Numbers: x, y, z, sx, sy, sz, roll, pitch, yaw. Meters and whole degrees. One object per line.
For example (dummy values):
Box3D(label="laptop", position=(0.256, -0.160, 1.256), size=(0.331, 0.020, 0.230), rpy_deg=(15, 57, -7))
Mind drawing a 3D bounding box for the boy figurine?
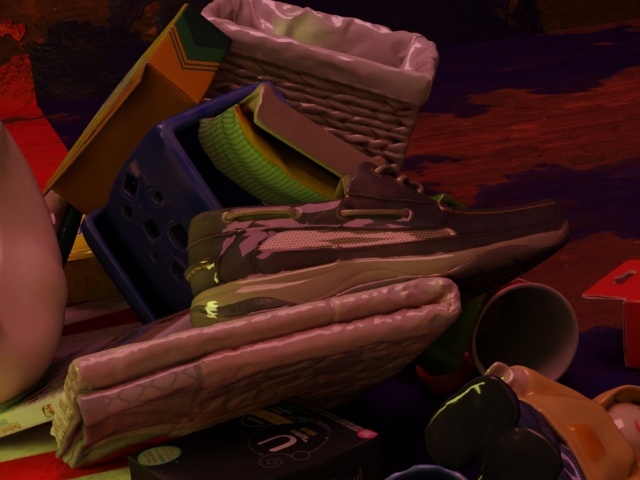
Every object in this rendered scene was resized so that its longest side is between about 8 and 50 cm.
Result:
Box3D(label="boy figurine", position=(0.201, 0.166, 1.053), size=(0.285, 0.092, 0.177), rpy_deg=(9, 39, -51))

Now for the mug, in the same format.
Box3D(label="mug", position=(0.160, 0.083, 1.405), size=(0.150, 0.113, 0.169), rpy_deg=(-8, 13, -13))

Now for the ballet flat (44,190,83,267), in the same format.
Box3D(label="ballet flat", position=(-0.344, 0.025, 1.577), size=(0.106, 0.107, 0.316), rpy_deg=(14, 40, -8))

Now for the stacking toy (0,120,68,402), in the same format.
Box3D(label="stacking toy", position=(-0.529, 0.054, 1.366), size=(0.480, 0.350, 0.350), rpy_deg=(-21, 12, 15))

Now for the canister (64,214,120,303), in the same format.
Box3D(label="canister", position=(-0.311, -0.003, 1.804), size=(0.126, 0.073, 0.170), rpy_deg=(-9, 40, 0))

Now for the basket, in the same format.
Box3D(label="basket", position=(-0.020, -0.179, 1.945), size=(0.331, 0.266, 0.328), rpy_deg=(14, 17, 1))

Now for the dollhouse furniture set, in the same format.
Box3D(label="dollhouse furniture set", position=(0.000, 0.000, 1.351), size=(0.301, 0.151, 0.197), rpy_deg=(32, -19, -14))

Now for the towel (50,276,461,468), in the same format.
Box3D(label="towel", position=(-0.067, 0.123, 1.180), size=(0.317, 0.053, 0.332), rpy_deg=(-12, -13, -16))

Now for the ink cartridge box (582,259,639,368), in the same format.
Box3D(label="ink cartridge box", position=(0.395, 0.080, 1.382), size=(0.231, 0.078, 0.134), rpy_deg=(6, 19, 34))

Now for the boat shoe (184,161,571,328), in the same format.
Box3D(label="boat shoe", position=(0.052, -0.006, 1.188), size=(0.355, 0.130, 0.132), rpy_deg=(-10, -15, -21))

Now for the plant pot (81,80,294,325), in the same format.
Box3D(label="plant pot", position=(-0.112, -0.010, 1.541), size=(0.212, 0.236, 0.236), rpy_deg=(-39, -5, 35))

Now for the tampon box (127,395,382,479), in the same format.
Box3D(label="tampon box", position=(-0.048, 0.204, 1.065), size=(0.161, 0.101, 0.120), rpy_deg=(-16, 19, -34))

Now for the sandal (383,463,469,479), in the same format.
Box3D(label="sandal", position=(0.055, 0.244, 0.836), size=(0.126, 0.138, 0.317), rpy_deg=(-2, 18, 6))

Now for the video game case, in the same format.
Box3D(label="video game case", position=(-0.239, 0.137, 1.381), size=(0.206, 0.026, 0.227), rpy_deg=(-21, 7, 29))

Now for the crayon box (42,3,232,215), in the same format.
Box3D(label="crayon box", position=(-0.217, -0.149, 1.641), size=(0.202, 0.081, 0.318), rpy_deg=(-46, 12, 22))
